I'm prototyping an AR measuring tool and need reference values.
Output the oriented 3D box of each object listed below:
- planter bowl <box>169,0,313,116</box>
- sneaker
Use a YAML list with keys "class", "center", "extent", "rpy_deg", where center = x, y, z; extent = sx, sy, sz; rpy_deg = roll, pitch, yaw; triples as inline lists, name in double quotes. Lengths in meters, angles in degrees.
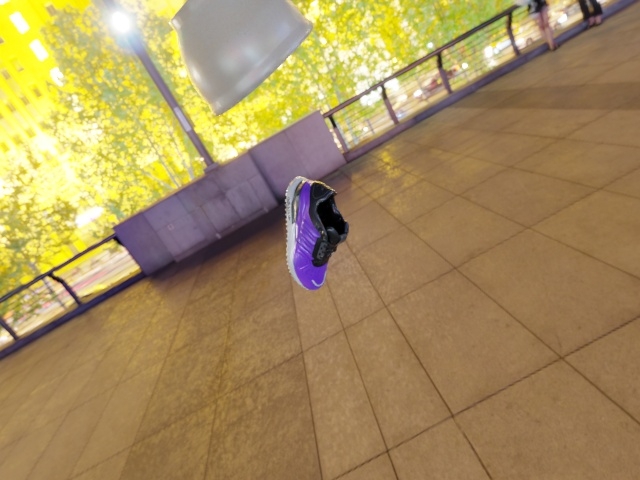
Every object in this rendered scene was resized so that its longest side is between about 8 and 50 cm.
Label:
- class: "planter bowl"
  center: [-0.104, -0.243, 0.500]
  extent: [0.162, 0.109, 0.162]
  rpy_deg: [-33, 28, 20]
- class: "sneaker"
  center: [-0.001, 0.000, 1.020]
  extent: [0.146, 0.294, 0.102]
  rpy_deg: [13, 29, 36]
